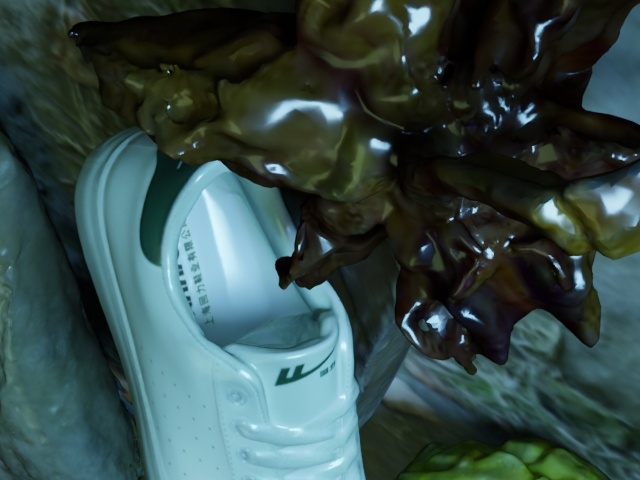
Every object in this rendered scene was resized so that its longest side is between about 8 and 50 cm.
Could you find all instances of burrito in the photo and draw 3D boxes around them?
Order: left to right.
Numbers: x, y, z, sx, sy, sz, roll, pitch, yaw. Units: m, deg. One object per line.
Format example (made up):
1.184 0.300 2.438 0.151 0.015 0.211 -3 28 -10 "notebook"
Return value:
-0.212 0.024 1.233 0.175 0.107 0.348 32 152 54 "burrito"

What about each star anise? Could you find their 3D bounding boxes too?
0.058 -0.058 0.693 0.346 0.148 0.237 11 105 46 "star anise"

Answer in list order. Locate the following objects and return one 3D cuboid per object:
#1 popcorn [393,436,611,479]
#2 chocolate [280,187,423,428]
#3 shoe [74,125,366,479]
0.077 0.198 0.996 0.198 0.212 0.198 -20 -90 -89 "popcorn"
0.000 -0.002 0.939 0.157 0.080 0.254 52 153 16 "chocolate"
-0.026 0.073 0.865 0.110 0.095 0.265 -7 108 62 "shoe"
